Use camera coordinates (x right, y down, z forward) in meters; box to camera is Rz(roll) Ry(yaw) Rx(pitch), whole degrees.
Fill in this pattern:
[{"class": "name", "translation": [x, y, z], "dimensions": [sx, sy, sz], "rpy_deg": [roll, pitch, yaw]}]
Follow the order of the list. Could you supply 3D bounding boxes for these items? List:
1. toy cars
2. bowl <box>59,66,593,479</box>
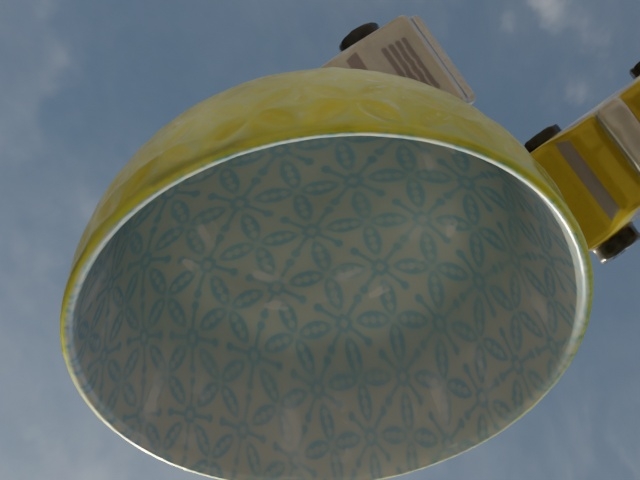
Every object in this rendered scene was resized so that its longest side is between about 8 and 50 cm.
[{"class": "toy cars", "translation": [0.111, -0.073, 0.801], "dimensions": [0.393, 0.087, 0.176], "rpy_deg": [6, -92, 14]}, {"class": "bowl", "translation": [0.000, 0.000, 0.676], "dimensions": [0.289, 0.156, 0.289], "rpy_deg": [-3, -46, -3]}]
